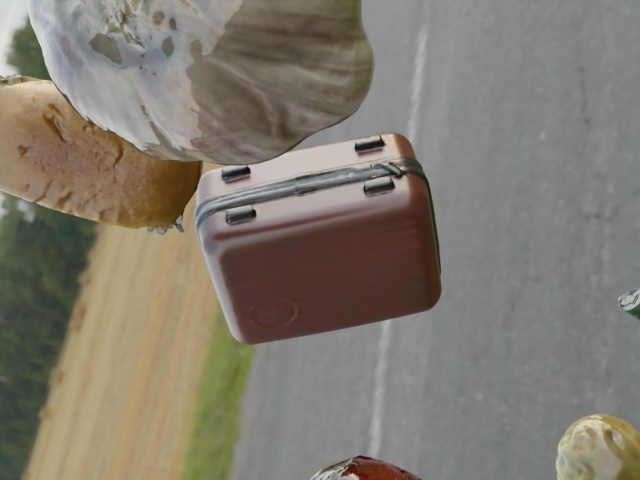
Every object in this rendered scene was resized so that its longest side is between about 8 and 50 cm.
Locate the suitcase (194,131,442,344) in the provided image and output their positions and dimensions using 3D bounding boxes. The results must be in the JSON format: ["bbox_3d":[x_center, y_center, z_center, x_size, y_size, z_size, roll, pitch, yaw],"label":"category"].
[{"bbox_3d":[0.000,0.000,1.713,0.161,0.297,0.236,-102,-1,-46],"label":"suitcase"}]

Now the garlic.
[{"bbox_3d":[-0.105,-0.210,1.154,0.259,0.317,0.317,-12,-54,-56],"label":"garlic"}]

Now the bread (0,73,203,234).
[{"bbox_3d":[-0.247,-0.094,1.447,0.107,0.241,0.136,-108,32,-79],"label":"bread"}]

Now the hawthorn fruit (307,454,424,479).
[{"bbox_3d":[0.051,0.241,1.017,0.148,0.172,0.148,-166,90,-82],"label":"hawthorn fruit"}]

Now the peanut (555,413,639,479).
[{"bbox_3d":[0.282,0.258,1.188,0.098,0.229,0.103,-31,3,-16],"label":"peanut"}]

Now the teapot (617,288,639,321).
[{"bbox_3d":[0.361,0.095,1.420,0.043,0.111,0.043,-43,17,17],"label":"teapot"}]
